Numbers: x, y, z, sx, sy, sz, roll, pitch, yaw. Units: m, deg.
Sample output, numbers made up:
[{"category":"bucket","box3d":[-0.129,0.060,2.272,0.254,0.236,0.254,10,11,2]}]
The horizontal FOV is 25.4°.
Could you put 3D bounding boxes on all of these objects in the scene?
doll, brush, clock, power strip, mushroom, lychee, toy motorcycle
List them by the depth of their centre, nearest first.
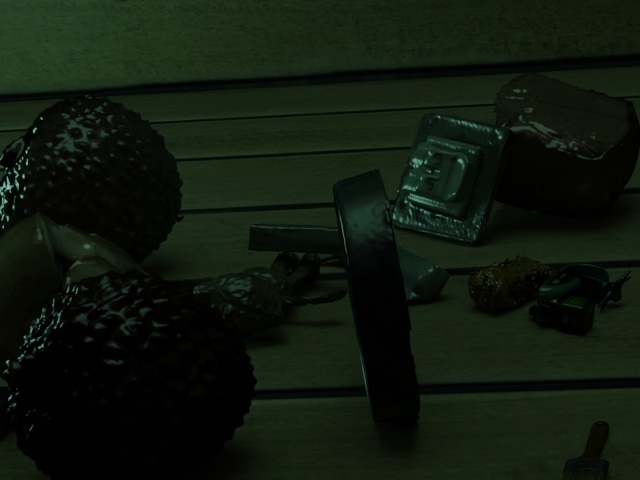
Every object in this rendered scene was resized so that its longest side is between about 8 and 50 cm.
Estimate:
[{"category":"brush","box3d":[0.274,0.218,1.438,0.043,0.014,0.170,-1,15,19]},{"category":"lychee","box3d":[-0.190,0.144,1.439,0.271,0.235,0.236,3,8,-39]},{"category":"clock","box3d":[0.061,0.063,1.559,0.055,0.280,0.280,-10,16,0]},{"category":"mushroom","box3d":[-0.294,0.107,1.640,0.254,0.189,0.195,35,18,-31]},{"category":"toy motorcycle","box3d":[0.337,0.069,1.869,0.100,0.058,0.173,13,23,28]},{"category":"doll","box3d":[-0.082,0.064,1.955,0.203,0.091,0.286,12,16,-11]},{"category":"lychee","box3d":[-0.362,-0.071,2.181,0.300,0.300,0.300,-4,16,1]},{"category":"power strip","box3d":[0.192,-0.106,2.260,0.064,0.198,0.213,15,0,-42]}]

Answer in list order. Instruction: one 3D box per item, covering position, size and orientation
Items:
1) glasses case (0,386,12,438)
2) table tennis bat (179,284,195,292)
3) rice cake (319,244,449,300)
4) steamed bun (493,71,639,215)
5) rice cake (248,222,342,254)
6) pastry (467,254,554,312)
[{"category":"glasses case","box3d":[-0.447,0.201,1.634,0.184,0.039,0.078,-2,16,6]},{"category":"table tennis bat","box3d":[-0.221,0.079,2.059,0.095,0.014,0.158,-15,21,-29]},{"category":"rice cake","box3d":[0.089,0.038,2.071,0.081,0.051,0.290,-45,28,-13]},{"category":"steamed bun","box3d":[0.393,-0.136,2.354,0.252,0.199,0.301,17,31,12]},{"category":"rice cake","box3d":[0.000,0.000,2.032,0.211,0.043,0.034,3,15,12]},{"category":"pastry","box3d":[0.255,0.057,1.938,0.140,0.056,0.080,-10,23,-42]}]
